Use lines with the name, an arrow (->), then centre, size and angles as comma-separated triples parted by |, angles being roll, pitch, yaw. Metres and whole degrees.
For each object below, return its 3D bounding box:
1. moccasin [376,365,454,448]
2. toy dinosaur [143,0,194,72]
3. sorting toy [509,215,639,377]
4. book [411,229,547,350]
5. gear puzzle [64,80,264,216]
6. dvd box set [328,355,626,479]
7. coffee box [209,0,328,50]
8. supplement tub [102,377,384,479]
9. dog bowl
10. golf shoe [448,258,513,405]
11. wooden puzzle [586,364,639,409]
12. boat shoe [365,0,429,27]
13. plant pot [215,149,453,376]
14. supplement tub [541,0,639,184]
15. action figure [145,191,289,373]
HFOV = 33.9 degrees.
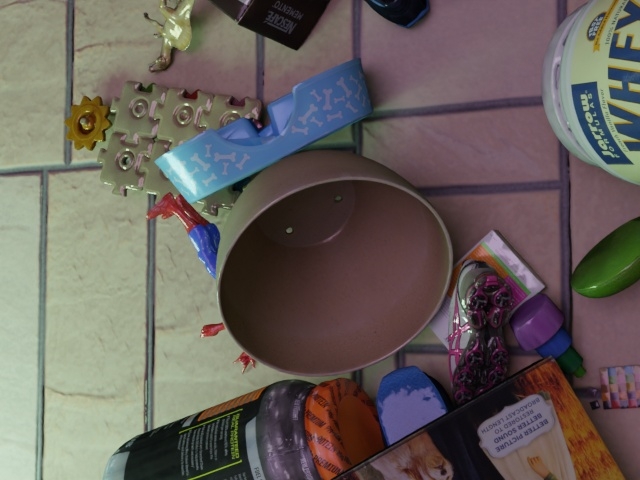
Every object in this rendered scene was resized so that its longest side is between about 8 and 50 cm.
moccasin -> 0.161, 0.318, 1.264 | 0.138, 0.117, 0.342 | -12, 76, 13
toy dinosaur -> -0.207, -0.322, 1.507 | 0.092, 0.053, 0.183 | 58, 139, 19
sorting toy -> 0.391, 0.039, 1.191 | 0.365, 0.127, 0.126 | -40, 99, 20
book -> 0.196, 0.070, 1.305 | 0.144, 0.035, 0.096 | -44, 73, 17
gear puzzle -> -0.237, -0.140, 1.526 | 0.339, 0.044, 0.175 | 12, 86, 26
dvd box set -> 0.228, 0.382, 1.149 | 0.308, 0.062, 0.420 | -27, 81, -7
coffee box -> -0.138, -0.399, 1.426 | 0.297, 0.168, 0.119 | 41, 104, 23
supplement tub -> -0.091, 0.303, 1.332 | 0.338, 0.207, 0.207 | -23, 77, 23
dog bowl -> -0.066, -0.137, 1.358 | 0.297, 0.166, 0.074 | -26, 94, 3
golf shoe -> 0.188, 0.112, 1.268 | 0.068, 0.086, 0.186 | 0, 113, -14
wooden puzzle -> 0.354, 0.173, 1.234 | 0.083, 0.006, 0.049 | -8, 83, 26
boat shoe -> 0.049, -0.391, 1.377 | 0.258, 0.089, 0.109 | 45, 105, 22
plant pot -> 0.000, 0.000, 1.302 | 0.284, 0.284, 0.191 | -46, 32, 16
supplement tub -> 0.387, -0.168, 1.041 | 0.235, 0.325, 0.235 | -1, 94, -18
action figure -> -0.138, 0.078, 1.417 | 0.280, 0.091, 0.139 | 43, 101, 8
